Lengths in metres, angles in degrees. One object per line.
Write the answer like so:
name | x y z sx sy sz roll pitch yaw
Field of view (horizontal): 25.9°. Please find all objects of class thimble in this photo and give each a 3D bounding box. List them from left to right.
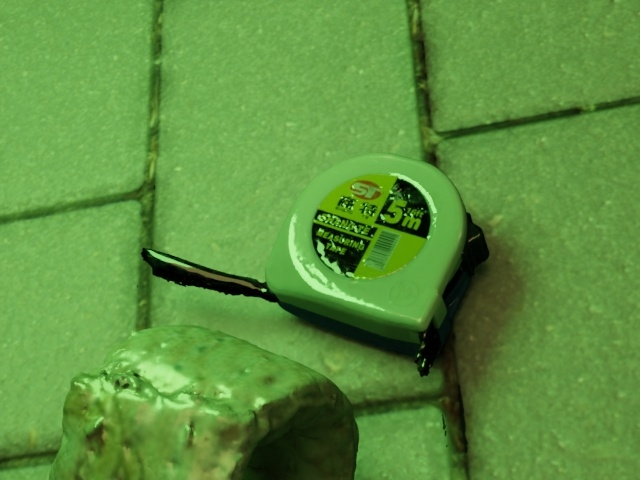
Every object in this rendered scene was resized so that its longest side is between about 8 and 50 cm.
thimble | -0.104 0.223 1.265 0.195 0.291 0.291 13 62 25

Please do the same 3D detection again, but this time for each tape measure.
tape measure | 0.000 0.000 1.499 0.351 0.098 0.215 17 65 23
